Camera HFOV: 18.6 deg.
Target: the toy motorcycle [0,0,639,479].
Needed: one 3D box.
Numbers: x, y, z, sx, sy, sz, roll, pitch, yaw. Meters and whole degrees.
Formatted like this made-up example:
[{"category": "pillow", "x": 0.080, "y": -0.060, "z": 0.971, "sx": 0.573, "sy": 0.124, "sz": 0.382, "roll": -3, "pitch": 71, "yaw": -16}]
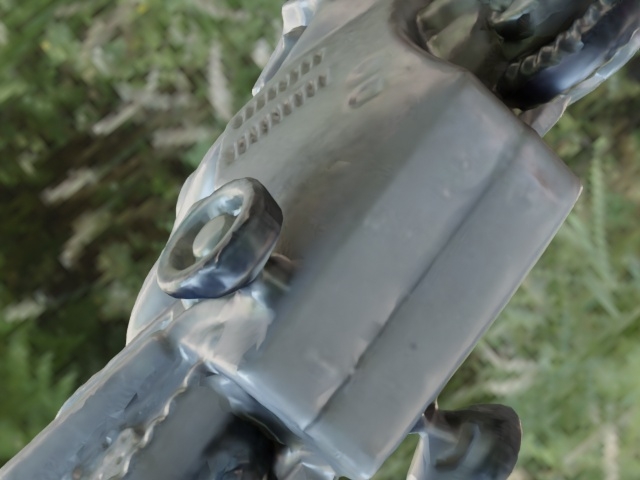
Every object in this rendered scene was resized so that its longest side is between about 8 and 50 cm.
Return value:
[{"category": "toy motorcycle", "x": 0.000, "y": 0.000, "z": 0.599, "sx": 0.110, "sy": 0.260, "sz": 0.171, "roll": 41, "pitch": 170, "yaw": -22}]
